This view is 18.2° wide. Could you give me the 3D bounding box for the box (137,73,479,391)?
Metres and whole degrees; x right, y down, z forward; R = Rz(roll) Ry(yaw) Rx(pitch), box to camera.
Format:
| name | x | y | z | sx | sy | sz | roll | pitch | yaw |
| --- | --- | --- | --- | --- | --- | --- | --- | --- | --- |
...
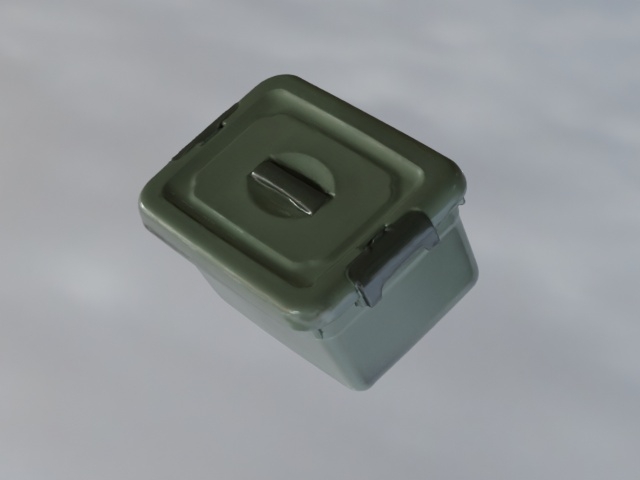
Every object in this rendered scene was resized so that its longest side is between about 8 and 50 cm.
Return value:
| name | x | y | z | sx | sy | sz | roll | pitch | yaw |
| --- | --- | --- | --- | --- | --- | --- | --- | --- | --- |
| box | 0.000 | 0.000 | 1.066 | 0.124 | 0.093 | 0.172 | -42 | -136 | -14 |
